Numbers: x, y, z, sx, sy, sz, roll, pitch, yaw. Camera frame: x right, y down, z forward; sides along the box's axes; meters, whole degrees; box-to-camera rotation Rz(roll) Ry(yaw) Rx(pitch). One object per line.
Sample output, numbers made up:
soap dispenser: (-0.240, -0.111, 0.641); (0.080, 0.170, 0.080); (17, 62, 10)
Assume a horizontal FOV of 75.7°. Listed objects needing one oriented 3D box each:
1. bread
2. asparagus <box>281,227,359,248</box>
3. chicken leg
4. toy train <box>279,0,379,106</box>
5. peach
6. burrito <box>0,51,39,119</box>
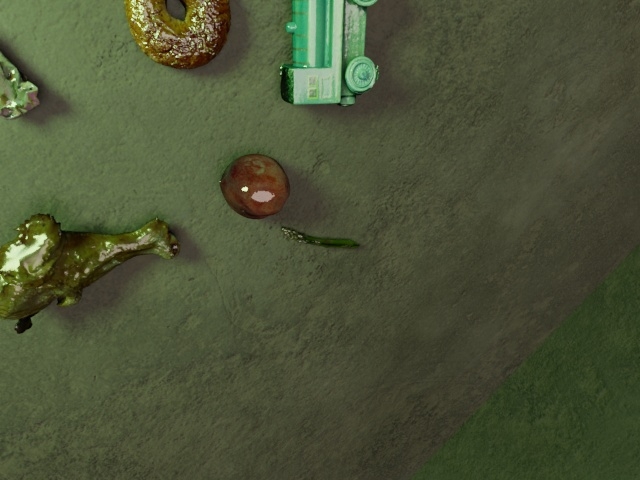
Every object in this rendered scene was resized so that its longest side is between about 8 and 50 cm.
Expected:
bread: (-0.253, -0.406, 0.744); (0.193, 0.064, 0.194); (-9, 117, -18)
asparagus: (0.000, 0.000, 1.103); (0.235, 0.027, 0.034); (9, 107, -28)
chicken leg: (-0.492, 0.023, 0.833); (0.360, 0.140, 0.212); (-32, 147, -18)
toy train: (0.014, -0.421, 0.828); (0.193, 0.120, 0.299); (-8, 120, -15)
peach: (-0.151, -0.113, 0.909); (0.151, 0.152, 0.152); (-11, 121, -19)
burrito: (-0.588, -0.323, 0.634); (0.096, 0.066, 0.309); (-40, 123, 3)
